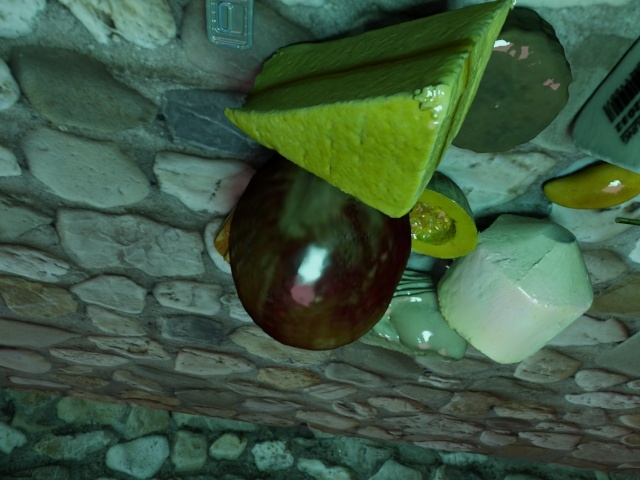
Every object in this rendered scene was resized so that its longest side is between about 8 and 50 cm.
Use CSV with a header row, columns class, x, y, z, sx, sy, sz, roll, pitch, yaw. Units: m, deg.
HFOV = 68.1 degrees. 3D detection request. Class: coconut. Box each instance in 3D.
class,x,y,z,sx,sy,sz,roll,pitch,yaw
coconut,0.445,0.089,1.074,0.298,0.297,0.309,18,125,-16

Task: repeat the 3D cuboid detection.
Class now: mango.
class,x,y,z,sx,sy,sz,roll,pitch,yaw
mango,0.563,-0.108,0.977,0.184,0.084,0.102,-15,137,32

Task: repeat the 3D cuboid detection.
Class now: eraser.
class,x,y,z,sx,sy,sz,roll,pitch,yaw
eraser,0.573,-0.238,0.714,0.150,0.331,0.331,15,140,-9

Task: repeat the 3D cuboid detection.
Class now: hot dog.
class,x,y,z,sx,sy,sz,roll,pitch,yaw
hot dog,-0.193,-0.023,1.172,0.102,0.076,0.249,47,134,7

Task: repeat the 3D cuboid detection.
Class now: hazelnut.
class,x,y,z,sx,sy,sz,roll,pitch,yaw
hazelnut,0.000,0.000,0.903,0.353,0.420,0.420,27,139,-2

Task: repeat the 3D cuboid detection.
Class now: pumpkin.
class,x,y,z,sx,sy,sz,roll,pitch,yaw
pumpkin,0.245,-0.068,1.034,0.218,0.110,0.217,20,150,13

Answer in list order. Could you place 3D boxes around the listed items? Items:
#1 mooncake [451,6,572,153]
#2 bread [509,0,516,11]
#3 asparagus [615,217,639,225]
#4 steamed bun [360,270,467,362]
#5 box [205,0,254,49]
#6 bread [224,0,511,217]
class,x,y,z,sx,sy,sz,roll,pitch,yaw
mooncake,0.281,-0.265,0.782,0.229,0.124,0.228,7,143,5
bread,0.211,-0.389,0.615,0.170,0.140,0.160,0,131,11
asparagus,0.747,-0.040,1.094,0.127,0.015,0.018,5,143,0
steamed bun,0.252,0.202,1.304,0.310,0.219,0.324,12,168,14
box,-0.141,-0.363,0.754,0.074,0.054,0.099,7,142,-5
bread,0.026,-0.232,0.672,0.362,0.233,0.244,27,151,16
